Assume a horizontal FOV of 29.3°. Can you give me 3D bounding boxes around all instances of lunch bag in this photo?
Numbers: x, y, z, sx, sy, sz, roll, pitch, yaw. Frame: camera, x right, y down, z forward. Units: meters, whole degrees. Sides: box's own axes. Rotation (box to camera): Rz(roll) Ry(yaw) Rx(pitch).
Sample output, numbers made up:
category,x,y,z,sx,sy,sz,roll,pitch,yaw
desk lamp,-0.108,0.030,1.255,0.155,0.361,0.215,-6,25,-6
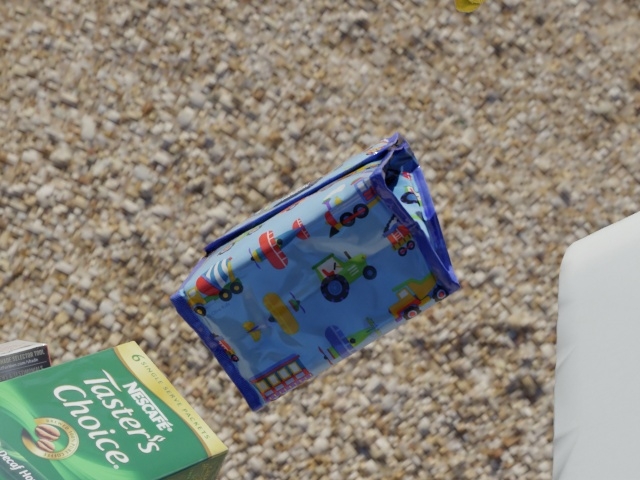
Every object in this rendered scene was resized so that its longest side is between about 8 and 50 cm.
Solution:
category,x,y,z,sx,sy,sz,roll,pitch,yaw
lunch bag,0.000,0.000,1.191,0.138,0.221,0.293,55,12,-15

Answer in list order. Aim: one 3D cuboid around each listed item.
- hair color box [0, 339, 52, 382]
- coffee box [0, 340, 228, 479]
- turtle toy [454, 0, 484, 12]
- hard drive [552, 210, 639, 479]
category,x,y,z,sx,sy,sz,roll,pitch,yaw
hair color box,-0.350,0.144,1.323,0.093,0.167,0.053,-13,91,-23
coffee box,-0.160,0.130,0.749,0.184,0.040,0.113,-14,48,-44
turtle toy,0.160,-0.265,1.126,0.066,0.130,0.095,-6,92,-7
hard drive,0.190,0.039,0.244,0.047,0.353,0.233,29,52,-27
